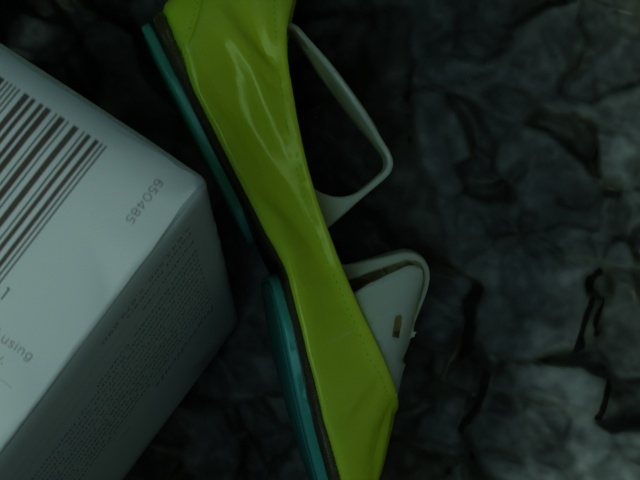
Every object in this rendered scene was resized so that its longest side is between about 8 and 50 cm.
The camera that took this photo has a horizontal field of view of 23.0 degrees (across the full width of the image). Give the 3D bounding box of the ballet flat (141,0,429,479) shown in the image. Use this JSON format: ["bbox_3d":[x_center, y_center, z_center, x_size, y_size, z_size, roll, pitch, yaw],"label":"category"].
[{"bbox_3d":[0.000,0.000,0.638,0.077,0.077,0.231,-20,90,-5],"label":"ballet flat"}]

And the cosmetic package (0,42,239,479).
[{"bbox_3d":[-0.137,0.026,0.596,0.151,0.184,0.151,33,75,11],"label":"cosmetic package"}]
